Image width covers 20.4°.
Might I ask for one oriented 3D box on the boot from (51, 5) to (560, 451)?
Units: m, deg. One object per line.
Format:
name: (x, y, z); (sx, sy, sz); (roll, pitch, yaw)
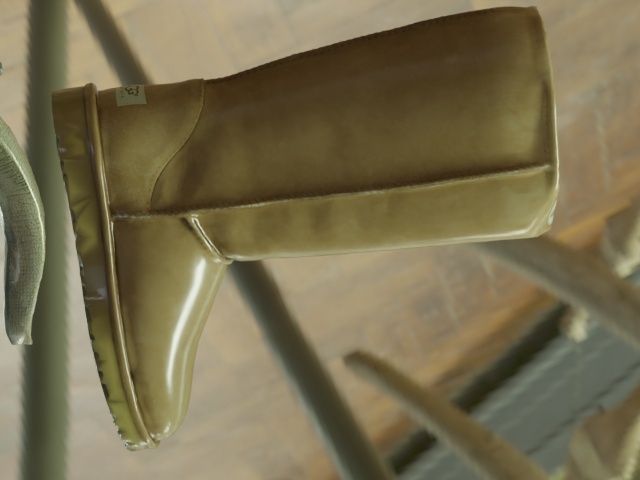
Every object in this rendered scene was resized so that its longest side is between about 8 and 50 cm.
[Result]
boot: (0.000, 0.000, 0.995); (0.269, 0.089, 0.236); (-8, 119, -2)

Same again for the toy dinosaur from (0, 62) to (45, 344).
toy dinosaur: (-0.128, -0.074, 0.495); (0.064, 0.268, 0.118); (-38, -158, -19)
